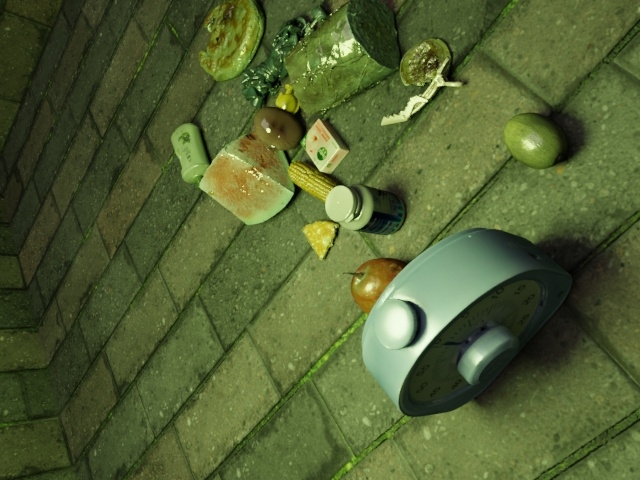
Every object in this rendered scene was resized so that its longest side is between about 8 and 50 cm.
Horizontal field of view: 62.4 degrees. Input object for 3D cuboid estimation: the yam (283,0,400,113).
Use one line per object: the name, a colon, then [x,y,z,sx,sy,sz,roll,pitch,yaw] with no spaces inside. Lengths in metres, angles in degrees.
yam: [0.038,-0.459,1.331,0.271,0.201,0.202,-26,67,44]

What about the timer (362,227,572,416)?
timer: [0.247,0.160,0.939,0.395,0.395,0.173,-56,49,22]

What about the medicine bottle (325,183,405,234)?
medicine bottle: [0.103,-0.072,1.217,0.107,0.191,0.107,-6,81,41]

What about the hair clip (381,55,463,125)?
hair clip: [0.234,-0.323,1.232,0.226,0.034,0.072,-39,87,37]

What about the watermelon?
watermelon: [-0.208,-0.185,1.503,0.213,0.201,0.262,-45,60,29]

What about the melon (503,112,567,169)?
melon: [0.413,-0.194,1.020,0.098,0.098,0.131,-56,48,22]

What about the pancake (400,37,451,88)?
pancake: [0.246,-0.420,1.246,0.129,0.022,0.116,-15,75,34]

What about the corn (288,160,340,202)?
corn: [-0.016,-0.156,1.417,0.207,0.068,0.068,39,110,38]

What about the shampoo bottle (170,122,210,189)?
shampoo bottle: [-0.433,-0.274,1.790,0.118,0.087,0.234,-37,62,30]

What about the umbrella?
umbrella: [-0.111,-0.542,1.533,0.349,0.094,0.143,-39,65,29]

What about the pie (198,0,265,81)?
pie: [-0.295,-0.665,1.729,0.302,0.067,0.302,-8,78,42]

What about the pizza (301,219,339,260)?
pizza: [0.000,0.000,1.412,0.123,0.026,0.109,-4,85,39]

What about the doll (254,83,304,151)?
doll: [-0.100,-0.337,1.493,0.188,0.145,0.096,-46,11,-12]

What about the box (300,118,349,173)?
box: [0.011,-0.253,1.421,0.089,0.043,0.125,-50,55,26]

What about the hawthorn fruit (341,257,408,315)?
hawthorn fruit: [0.135,0.094,1.192,0.189,0.149,0.149,46,124,-12]
